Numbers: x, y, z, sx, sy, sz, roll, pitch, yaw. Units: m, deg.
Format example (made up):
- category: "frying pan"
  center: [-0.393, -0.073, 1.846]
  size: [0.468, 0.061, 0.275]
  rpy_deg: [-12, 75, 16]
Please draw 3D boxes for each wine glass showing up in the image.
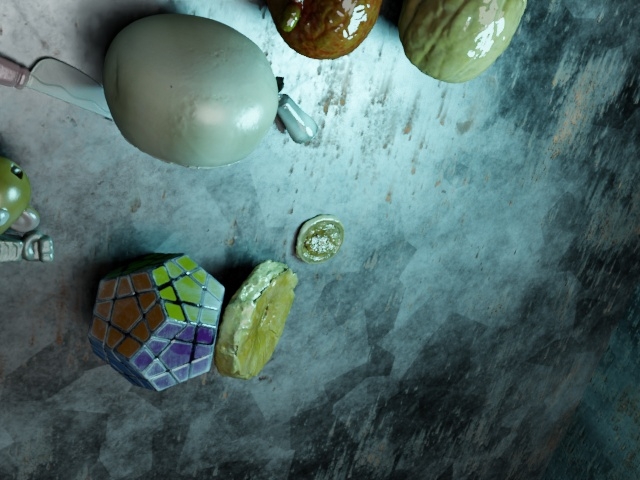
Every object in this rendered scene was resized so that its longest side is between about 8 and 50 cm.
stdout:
- category: "wine glass"
  center: [-0.070, -0.291, 1.536]
  size: [0.072, 0.072, 0.155]
  rpy_deg: [-43, 133, -1]

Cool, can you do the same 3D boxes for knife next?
- category: "knife"
  center: [-0.517, -0.302, 1.273]
  size: [0.335, 0.043, 0.081]
  rpy_deg: [12, 106, -44]

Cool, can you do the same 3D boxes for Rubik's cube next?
- category: "Rubik's cube"
  center: [-0.360, 0.176, 1.528]
  size: [0.264, 0.318, 0.319]
  rpy_deg: [-53, 138, -28]

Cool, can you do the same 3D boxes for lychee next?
- category: "lychee"
  center: [0.005, -0.481, 1.334]
  size: [0.300, 0.255, 0.255]
  rpy_deg: [-47, 151, -56]

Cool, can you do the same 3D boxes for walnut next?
- category: "walnut"
  center: [0.310, -0.504, 1.490]
  size: [0.313, 0.252, 0.277]
  rpy_deg: [-57, 180, 40]

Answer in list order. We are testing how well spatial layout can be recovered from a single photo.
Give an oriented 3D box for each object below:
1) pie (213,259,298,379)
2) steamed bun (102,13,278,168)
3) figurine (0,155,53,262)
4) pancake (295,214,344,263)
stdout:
- category: "pie"
  center: [-0.157, 0.202, 1.711]
  size: [0.339, 0.083, 0.340]
  rpy_deg: [-56, 161, -31]
- category: "steamed bun"
  center: [-0.232, -0.290, 1.257]
  size: [0.324, 0.324, 0.206]
  rpy_deg: [-7, 133, -29]
- category: "figurine"
  center: [-0.656, -0.043, 1.251]
  size: [0.284, 0.167, 0.342]
  rpy_deg: [-37, 154, 4]
- category: "pancake"
  center: [-0.001, 0.000, 1.805]
  size: [0.151, 0.025, 0.152]
  rpy_deg: [-18, 128, -24]
